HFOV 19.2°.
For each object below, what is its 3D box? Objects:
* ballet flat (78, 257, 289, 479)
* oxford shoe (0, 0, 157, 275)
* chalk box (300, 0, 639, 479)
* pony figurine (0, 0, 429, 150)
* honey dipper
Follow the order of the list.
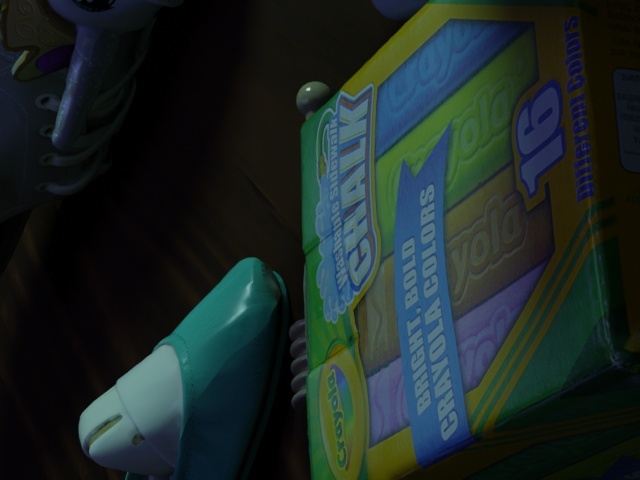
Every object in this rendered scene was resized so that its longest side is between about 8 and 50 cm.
[{"bbox_3d":[-0.083,0.124,0.929,0.083,0.087,0.247,-132,53,-61],"label":"ballet flat"},{"bbox_3d":[-0.166,-0.102,1.155,0.130,0.169,0.449,47,134,2],"label":"oxford shoe"},{"bbox_3d":[0.076,0.012,0.537,0.213,0.132,0.132,138,134,-58],"label":"chalk box"},{"bbox_3d":[-0.034,-0.230,0.743,0.363,0.302,0.351,-10,83,50],"label":"pony figurine"},{"bbox_3d":[0.000,0.000,0.850,0.030,0.030,0.161,133,142,-54],"label":"honey dipper"}]
